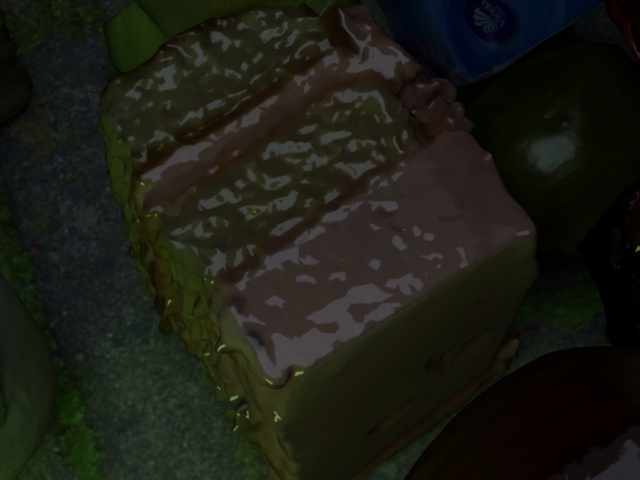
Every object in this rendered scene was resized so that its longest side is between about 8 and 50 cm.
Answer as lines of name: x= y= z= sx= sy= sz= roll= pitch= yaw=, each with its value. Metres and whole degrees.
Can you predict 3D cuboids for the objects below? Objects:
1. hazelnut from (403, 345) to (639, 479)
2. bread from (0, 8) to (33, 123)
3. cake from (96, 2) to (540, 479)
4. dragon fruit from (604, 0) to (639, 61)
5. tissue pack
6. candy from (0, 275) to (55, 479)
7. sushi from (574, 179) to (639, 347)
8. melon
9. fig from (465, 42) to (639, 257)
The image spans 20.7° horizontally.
hazelnut: x=0.211 y=0.255 z=1.304 sx=0.365 sy=0.366 sz=0.366 roll=-3 pitch=65 yaw=6
bread: x=-0.495 y=-0.203 z=1.578 sx=0.390 sy=0.371 sz=0.279 roll=32 pitch=69 yaw=16
cake: x=0.000 y=0.000 z=1.454 sx=0.293 sy=0.314 sz=0.307 roll=-30 pitch=64 yaw=-8
dragon fruit: x=0.390 y=-0.217 z=1.474 sx=0.301 sy=0.295 sz=0.296 roll=-35 pitch=66 yaw=3
tissue pack: x=0.119 y=-0.287 z=1.577 sx=0.198 sy=0.146 sz=0.263 roll=-32 pitch=99 yaw=-22
candy: x=-0.373 y=0.118 z=1.502 sx=0.295 sy=0.185 sz=0.295 roll=0 pitch=110 yaw=0
sushi: x=0.389 y=0.029 z=1.420 sx=0.343 sy=0.182 sz=0.196 roll=-4 pitch=76 yaw=-19
melon: x=-0.027 y=-0.209 z=1.655 sx=0.323 sy=0.124 sz=0.196 roll=-27 pitch=63 yaw=-19
fig: x=0.215 y=-0.082 z=1.528 sx=0.181 sy=0.181 sz=0.191 roll=34 pitch=95 yaw=20
